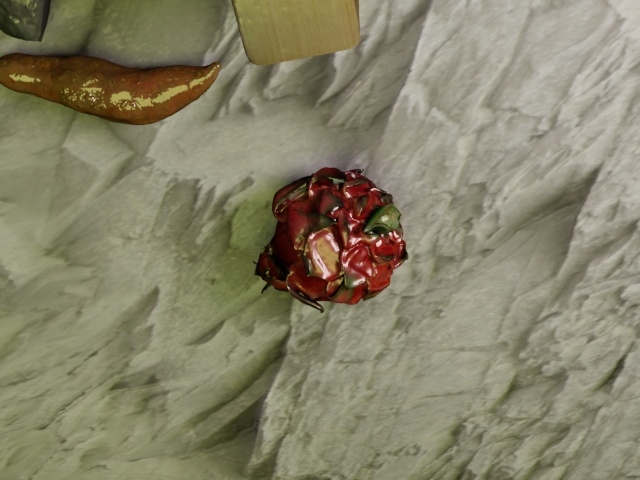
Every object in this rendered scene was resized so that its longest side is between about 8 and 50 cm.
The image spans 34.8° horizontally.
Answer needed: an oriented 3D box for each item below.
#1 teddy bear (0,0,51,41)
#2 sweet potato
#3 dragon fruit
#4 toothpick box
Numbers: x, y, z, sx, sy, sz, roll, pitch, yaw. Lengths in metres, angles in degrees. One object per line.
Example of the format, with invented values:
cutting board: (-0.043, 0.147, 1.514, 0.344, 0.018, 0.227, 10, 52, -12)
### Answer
teddy bear: (-0.482, -0.397, 1.440, 0.251, 0.144, 0.171, 24, 125, -23)
sweet potato: (-0.324, -0.229, 1.562, 0.355, 0.095, 0.106, 3, 127, 4)
dragon fruit: (0.000, 0.000, 1.629, 0.293, 0.234, 0.234, -13, 122, 28)
toothpick box: (-0.033, -0.364, 1.334, 0.190, 0.308, 0.187, -8, 121, 6)
